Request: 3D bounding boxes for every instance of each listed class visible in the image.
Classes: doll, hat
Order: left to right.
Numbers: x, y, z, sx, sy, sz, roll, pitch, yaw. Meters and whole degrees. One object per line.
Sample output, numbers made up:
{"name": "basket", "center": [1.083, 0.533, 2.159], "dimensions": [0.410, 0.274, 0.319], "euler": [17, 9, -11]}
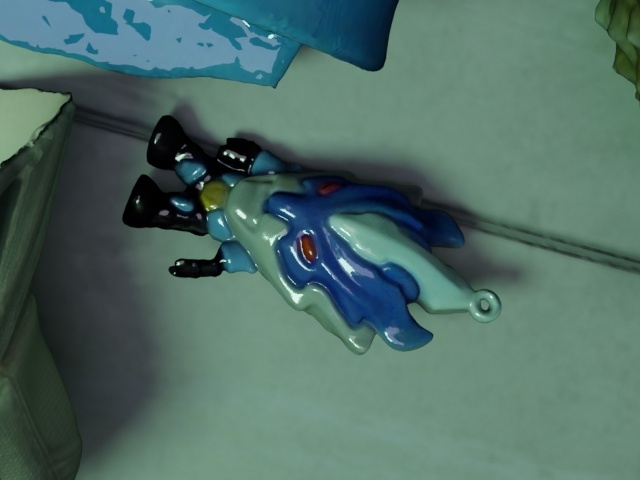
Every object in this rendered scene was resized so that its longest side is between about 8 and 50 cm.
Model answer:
{"name": "hat", "center": [-0.185, 0.053, 0.653], "dimensions": [0.161, 0.232, 0.275], "euler": [25, 81, -42]}
{"name": "doll", "center": [0.000, 0.000, 0.700], "dimensions": [0.195, 0.070, 0.096], "euler": [22, 67, -3]}

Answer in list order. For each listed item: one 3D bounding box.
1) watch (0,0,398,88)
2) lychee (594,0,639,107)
{"name": "watch", "center": [-0.096, -0.189, 0.556], "dimensions": [0.305, 0.274, 0.241], "euler": [18, 99, -11]}
{"name": "lychee", "center": [0.254, -0.111, 0.601], "dimensions": [0.255, 0.255, 0.274], "euler": [-42, 77, 4]}
